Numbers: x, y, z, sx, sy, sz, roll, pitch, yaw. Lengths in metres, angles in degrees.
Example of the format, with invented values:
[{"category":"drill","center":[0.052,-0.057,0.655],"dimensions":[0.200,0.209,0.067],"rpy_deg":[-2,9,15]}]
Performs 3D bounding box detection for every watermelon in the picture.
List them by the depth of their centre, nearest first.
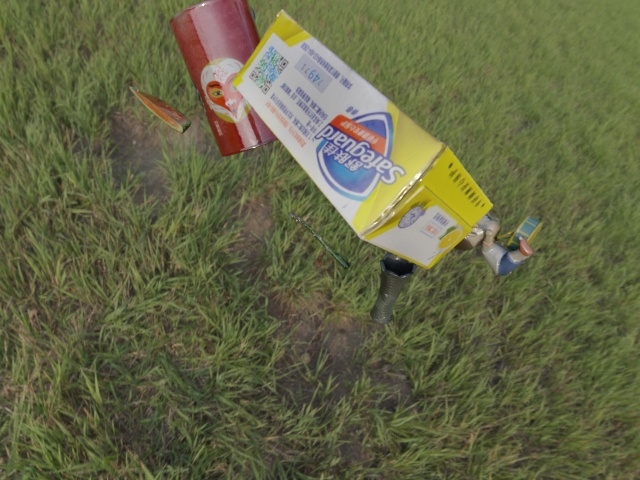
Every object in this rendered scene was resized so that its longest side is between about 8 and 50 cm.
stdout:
[{"category":"watermelon","center":[-0.517,-0.430,1.377],"dimensions":[0.245,0.119,0.063],"rpy_deg":[39,91,9]}]

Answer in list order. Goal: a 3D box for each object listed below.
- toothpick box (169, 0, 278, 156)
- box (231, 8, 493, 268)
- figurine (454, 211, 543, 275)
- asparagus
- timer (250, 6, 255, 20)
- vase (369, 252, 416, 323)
[{"category":"toothpick box","center":[-0.219,-0.404,1.057],"dimensions":[0.204,0.204,0.333],"rpy_deg":[-37,117,-42]},{"category":"box","center":[0.039,-0.104,0.442],"dimensions":[0.168,0.097,0.265],"rpy_deg":[20,28,-55]},{"category":"figurine","center":[0.388,-0.036,1.021],"dimensions":[0.275,0.158,0.161],"rpy_deg":[35,9,22]},{"category":"asparagus","center":[0.000,0.000,1.136],"dimensions":[0.233,0.023,0.022],"rpy_deg":[44,11,-16]},{"category":"timer","center":[-0.354,-0.785,1.725],"dimensions":[0.270,0.383,0.270],"rpy_deg":[13,34,-9]},{"category":"vase","center":[0.218,0.163,1.329],"dimensions":[0.115,0.237,0.115],"rpy_deg":[7,37,-5]}]
